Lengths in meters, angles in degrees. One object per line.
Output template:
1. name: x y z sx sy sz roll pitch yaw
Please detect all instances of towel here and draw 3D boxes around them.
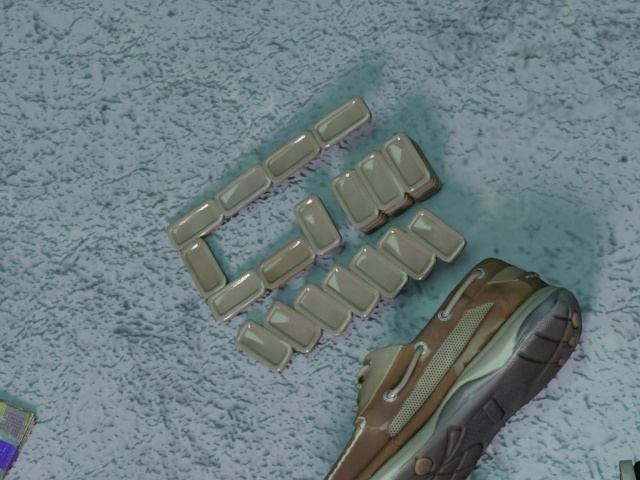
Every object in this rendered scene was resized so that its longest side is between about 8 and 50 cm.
1. towel: -0.315 0.193 1.689 0.060 0.009 0.083 23 78 20

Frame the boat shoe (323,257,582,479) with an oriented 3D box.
1. boat shoe: 0.088 0.147 1.548 0.324 0.123 0.116 -44 59 -10

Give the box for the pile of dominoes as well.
1. pile of dominoes: 0.000 0.000 1.672 0.251 0.040 0.196 -34 67 10

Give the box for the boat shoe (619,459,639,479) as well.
1. boat shoe: 0.334 0.327 1.407 0.113 0.127 0.340 -19 69 7
